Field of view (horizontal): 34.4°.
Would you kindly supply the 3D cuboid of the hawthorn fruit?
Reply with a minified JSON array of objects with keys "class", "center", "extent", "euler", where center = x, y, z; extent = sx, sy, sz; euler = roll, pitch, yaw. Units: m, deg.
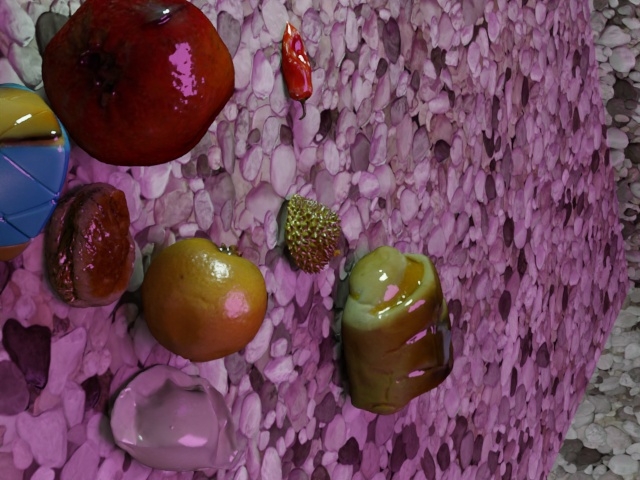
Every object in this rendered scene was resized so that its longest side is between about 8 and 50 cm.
[{"class":"hawthorn fruit","center":[-0.252,-0.240,1.516],"extent":[0.307,0.265,0.265],"euler":[-33,124,-71]}]

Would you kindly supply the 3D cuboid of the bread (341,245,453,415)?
[{"class":"bread","center":[0.185,0.179,2.294],"extent":[0.300,0.210,0.341],"euler":[-32,120,-54]}]

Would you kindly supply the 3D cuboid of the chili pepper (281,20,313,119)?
[{"class":"chili pepper","center":[-0.043,-0.329,2.001],"extent":[0.059,0.050,0.191],"euler":[-17,102,-38]}]

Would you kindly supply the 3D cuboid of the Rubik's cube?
[{"class":"Rubik's cube","center":[-0.450,-0.067,1.325],"extent":[0.254,0.254,0.254],"euler":[-13,105,-56]}]

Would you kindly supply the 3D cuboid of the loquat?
[{"class":"loquat","center":[-0.188,0.097,1.694],"extent":[0.208,0.208,0.208],"euler":[-13,105,-56]}]

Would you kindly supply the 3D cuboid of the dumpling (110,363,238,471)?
[{"class":"dumpling","center":[-0.247,0.295,1.737],"extent":[0.252,0.131,0.179],"euler":[16,60,-36]}]

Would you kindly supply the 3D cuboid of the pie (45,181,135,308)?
[{"class":"pie","center":[-0.338,0.008,1.571],"extent":[0.163,0.079,0.193],"euler":[-12,105,-60]}]

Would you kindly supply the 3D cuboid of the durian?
[{"class":"durian","center":[0.000,0.000,2.077],"extent":[0.208,0.102,0.146],"euler":[42,54,-56]}]
